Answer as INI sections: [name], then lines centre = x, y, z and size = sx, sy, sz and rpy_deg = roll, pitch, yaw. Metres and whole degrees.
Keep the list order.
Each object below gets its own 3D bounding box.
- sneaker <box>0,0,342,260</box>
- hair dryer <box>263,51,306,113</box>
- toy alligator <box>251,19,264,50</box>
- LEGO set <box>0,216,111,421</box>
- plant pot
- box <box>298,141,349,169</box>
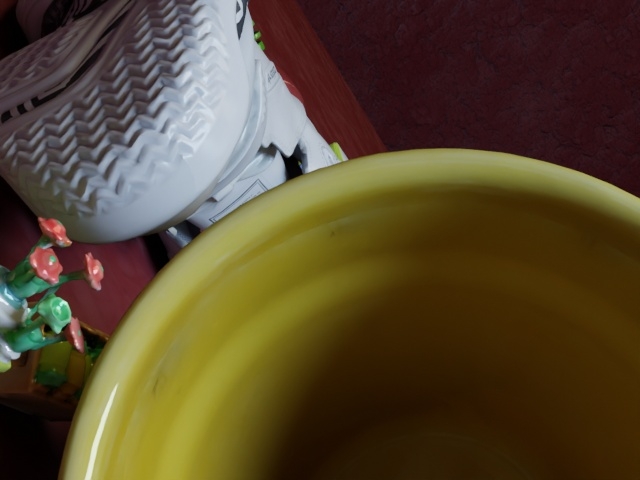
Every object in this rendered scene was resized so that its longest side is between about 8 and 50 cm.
[sneaker]
centre = -0.059, -0.048, 0.561
size = 0.210, 0.137, 0.366
rpy_deg = 55, 4, -26
[hair dryer]
centre = -0.096, -0.158, 0.876
size = 0.223, 0.080, 0.293
rpy_deg = 50, 3, -9
[toy alligator]
centre = -0.081, -0.207, 1.198
size = 0.190, 0.051, 0.056
rpy_deg = 58, 11, -19
[LEGO set]
centre = -0.127, -0.034, 0.315
size = 0.287, 0.107, 0.132
rpy_deg = 56, 11, -28
[plant pot]
centre = 0.049, 0.124, 0.436
size = 0.239, 0.254, 0.254
rpy_deg = 77, -11, -69
[box]
centre = 0.000, 0.000, 0.864
size = 0.178, 0.109, 0.042
rpy_deg = 54, 16, -38
